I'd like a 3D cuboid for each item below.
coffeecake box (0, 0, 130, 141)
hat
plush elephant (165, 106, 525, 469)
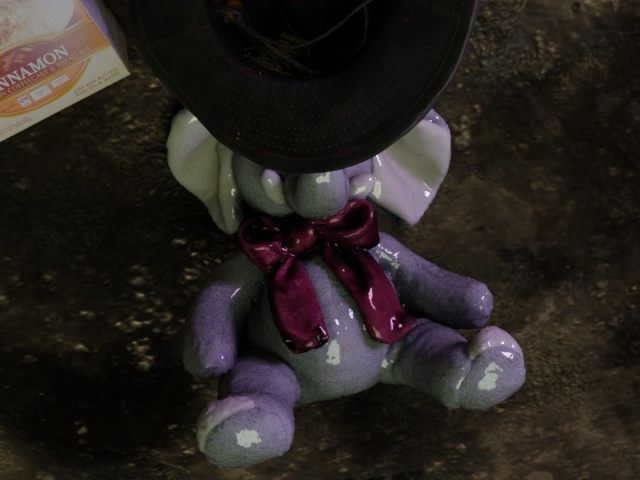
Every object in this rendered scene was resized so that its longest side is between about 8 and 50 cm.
[{"bbox_3d":[-0.257,-0.181,1.182,0.142,0.068,0.185,-26,130,9],"label":"coffeecake box"},{"bbox_3d":[0.011,-0.222,1.151,0.331,0.331,0.134,-53,161,28],"label":"hat"},{"bbox_3d":[0.000,0.000,1.290,0.272,0.330,0.255,-11,108,-7],"label":"plush elephant"}]
